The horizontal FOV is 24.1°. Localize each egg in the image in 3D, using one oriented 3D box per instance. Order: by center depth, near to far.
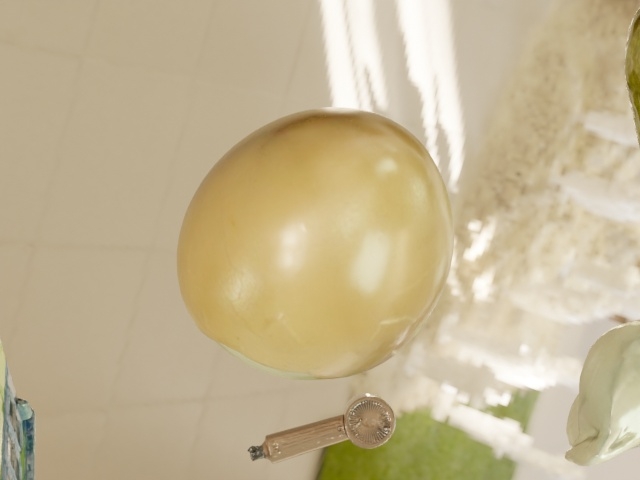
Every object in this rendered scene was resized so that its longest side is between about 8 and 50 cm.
[{"bbox_3d":[0.000,0.000,1.127,0.201,0.201,0.244,-43,173,-39],"label":"egg"}]

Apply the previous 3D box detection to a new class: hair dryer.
[{"bbox_3d":[0.000,0.233,1.816,0.117,0.182,0.064,114,-39,-86],"label":"hair dryer"}]

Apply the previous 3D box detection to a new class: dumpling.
[{"bbox_3d":[0.330,0.144,1.555,0.229,0.124,0.151,-44,180,-3],"label":"dumpling"}]

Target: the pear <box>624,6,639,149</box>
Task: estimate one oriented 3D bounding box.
[{"bbox_3d":[0.316,-0.059,0.854,0.375,0.287,0.287,43,65,-19],"label":"pear"}]

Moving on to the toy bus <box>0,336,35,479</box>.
[{"bbox_3d":[-0.298,0.196,1.090,0.190,0.152,0.312,84,-3,-45],"label":"toy bus"}]
